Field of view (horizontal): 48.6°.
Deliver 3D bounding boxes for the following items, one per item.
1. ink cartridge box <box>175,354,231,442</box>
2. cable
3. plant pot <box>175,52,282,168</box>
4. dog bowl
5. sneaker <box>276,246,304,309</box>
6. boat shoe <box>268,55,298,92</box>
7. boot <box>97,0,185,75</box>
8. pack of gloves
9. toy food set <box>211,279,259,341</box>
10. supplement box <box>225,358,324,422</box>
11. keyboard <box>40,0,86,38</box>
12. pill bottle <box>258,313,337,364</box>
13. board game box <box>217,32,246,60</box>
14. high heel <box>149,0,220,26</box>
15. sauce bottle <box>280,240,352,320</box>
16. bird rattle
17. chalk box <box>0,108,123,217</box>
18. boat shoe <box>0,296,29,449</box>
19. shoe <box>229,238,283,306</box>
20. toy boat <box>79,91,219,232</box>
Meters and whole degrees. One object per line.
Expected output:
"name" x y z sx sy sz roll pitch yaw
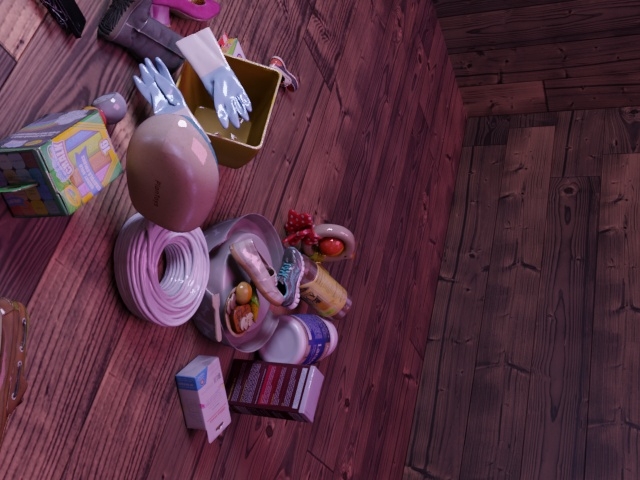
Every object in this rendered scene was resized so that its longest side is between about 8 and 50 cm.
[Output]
"ink cartridge box" -0.279 0.381 1.704 0.104 0.062 0.181 -38 124 -58
"cable" -0.341 0.056 1.540 0.257 0.089 0.256 35 60 -61
"plant pot" -0.225 -0.281 1.617 0.187 0.212 0.212 120 -15 -65
"dog bowl" -0.211 0.105 1.798 0.349 0.102 0.348 -1 91 -64
"sneaker" -0.087 0.098 1.872 0.076 0.065 0.166 15 76 -60
"boat shoe" -0.109 -0.474 2.063 0.137 0.049 0.043 52 48 -49
"boot" -0.341 -0.450 1.481 0.189 0.076 0.209 -47 148 14
"pack of gloves" -0.267 -0.305 1.494 0.232 0.195 0.046 61 -7 8
"toy food set" -0.186 0.165 1.687 0.192 0.039 0.132 -22 111 -63
"supplement box" -0.124 0.384 1.823 0.073 0.240 0.130 59 40 -50
"keyboard" -0.495 -0.457 1.287 0.100 0.038 0.192 -97 166 -49
"pill bottle" -0.059 0.288 2.060 0.265 0.153 0.153 8 83 -64
"board game box" -0.214 -0.405 1.864 0.259 0.039 0.124 64 35 -39
"high heel" -0.312 -0.553 1.598 0.244 0.082 0.117 -30 129 -46
"sauce bottle" -0.044 0.112 2.081 0.344 0.112 0.111 42 51 -35
"bird rattle" 0.000 0.000 2.147 0.143 0.207 0.253 -90 171 -46
"chalk box" -0.468 -0.121 1.218 0.213 0.133 0.132 -55 138 -48
"boat shoe" -0.521 0.243 1.136 0.104 0.111 0.307 21 72 -62
"shoe" -0.139 0.079 1.709 0.219 0.058 0.076 56 3 -37
"toy boat" -0.326 -0.173 1.357 0.148 0.318 0.267 -54 174 -42
